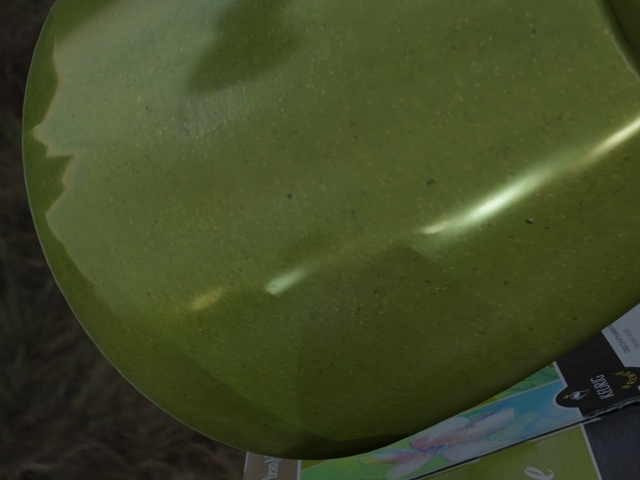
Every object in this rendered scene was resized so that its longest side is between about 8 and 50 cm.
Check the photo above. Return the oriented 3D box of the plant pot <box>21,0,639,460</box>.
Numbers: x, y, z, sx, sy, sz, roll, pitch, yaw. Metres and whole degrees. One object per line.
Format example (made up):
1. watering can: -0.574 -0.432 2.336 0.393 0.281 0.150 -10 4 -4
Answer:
1. plant pot: 0.064 -0.065 0.700 0.293 0.275 0.274 -22 61 56

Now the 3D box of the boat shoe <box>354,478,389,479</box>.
1. boat shoe: 0.031 0.165 0.758 0.121 0.335 0.119 21 108 13

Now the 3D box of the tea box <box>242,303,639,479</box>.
1. tea box: 0.150 0.243 1.078 0.323 0.220 0.329 -19 100 3
